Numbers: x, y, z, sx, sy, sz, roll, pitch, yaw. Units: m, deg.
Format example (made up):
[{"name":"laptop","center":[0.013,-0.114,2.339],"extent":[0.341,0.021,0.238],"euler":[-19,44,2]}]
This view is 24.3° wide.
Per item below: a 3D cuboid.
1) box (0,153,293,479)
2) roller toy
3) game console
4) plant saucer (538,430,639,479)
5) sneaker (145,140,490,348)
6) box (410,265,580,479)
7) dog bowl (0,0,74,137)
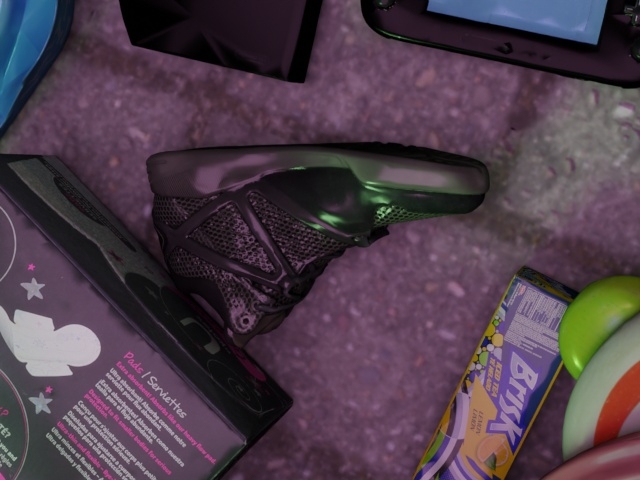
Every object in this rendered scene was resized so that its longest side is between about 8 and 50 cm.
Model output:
[{"name":"box","center":[-0.158,0.073,0.964],"extent":[0.142,0.163,0.247],"euler":[-44,86,9]},{"name":"roller toy","center":[0.250,0.113,0.887],"extent":[0.191,0.146,0.209],"euler":[-5,99,23]},{"name":"game console","center":[0.054,-0.195,0.953],"extent":[0.361,0.044,0.213],"euler":[13,98,10]},{"name":"plant saucer","center":[0.211,0.267,0.790],"extent":[0.332,0.084,0.332],"euler":[5,99,29]},{"name":"sneaker","center":[0.000,0.000,0.964],"extent":[0.228,0.087,0.130],"euler":[-3,97,16]},{"name":"box","center":[0.114,0.104,0.959],"extent":[0.054,0.059,0.168],"euler":[28,101,10]},{"name":"dog bowl","center":[-0.281,-0.115,1.018],"extent":[0.166,0.074,0.297],"euler":[38,103,7]}]
